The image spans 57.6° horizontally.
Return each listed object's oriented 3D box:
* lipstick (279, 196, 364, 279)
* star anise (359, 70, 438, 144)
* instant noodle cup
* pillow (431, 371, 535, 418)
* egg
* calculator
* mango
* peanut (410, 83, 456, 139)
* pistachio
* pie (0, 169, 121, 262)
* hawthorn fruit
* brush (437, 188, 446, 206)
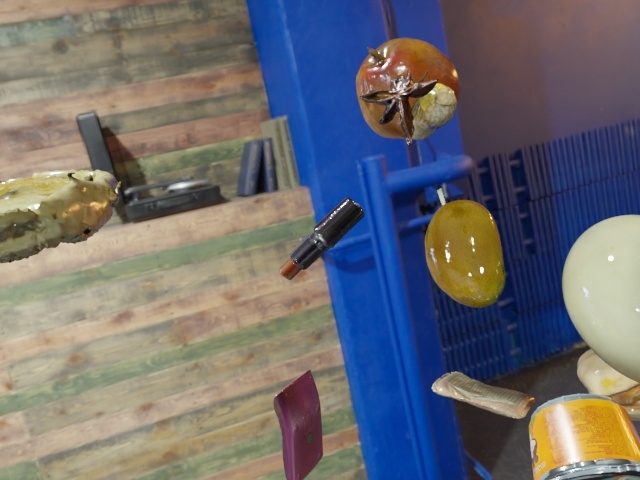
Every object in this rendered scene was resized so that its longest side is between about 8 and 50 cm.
[{"bbox_3d":[0.000,0.000,1.657,0.299,0.081,0.081,-45,8,6],"label":"lipstick"},{"bbox_3d":[0.187,-0.300,1.247,0.158,0.140,0.144,40,21,22],"label":"star anise"},{"bbox_3d":[0.347,0.281,0.761,0.208,0.178,0.125,-46,28,37],"label":"instant noodle cup"},{"bbox_3d":[0.363,0.345,1.305,0.211,0.034,0.135,11,16,33],"label":"pillow"},{"bbox_3d":[0.422,0.076,0.761,0.186,0.186,0.241,-10,53,8],"label":"egg"},{"bbox_3d":[-0.034,0.351,1.092,0.034,0.190,0.127,-3,10,28],"label":"calculator"},{"bbox_3d":[0.319,0.032,1.304,0.139,0.254,0.175,13,-29,-31],"label":"mango"},{"bbox_3d":[0.242,-0.283,1.303,0.087,0.087,0.207,-14,-7,-12],"label":"peanut"},{"bbox_3d":[0.830,0.361,1.551,0.230,0.229,0.309,-17,-11,-29],"label":"pistachio"},{"bbox_3d":[-0.301,-0.023,0.473,0.274,0.055,0.274,-4,15,1],"label":"pie"},{"bbox_3d":[0.213,-0.418,1.544,0.277,0.277,0.298,-1,-28,48],"label":"hawthorn fruit"},{"bbox_3d":[0.366,-0.113,1.724,0.013,0.083,0.016,-12,-7,-37],"label":"brush"}]
